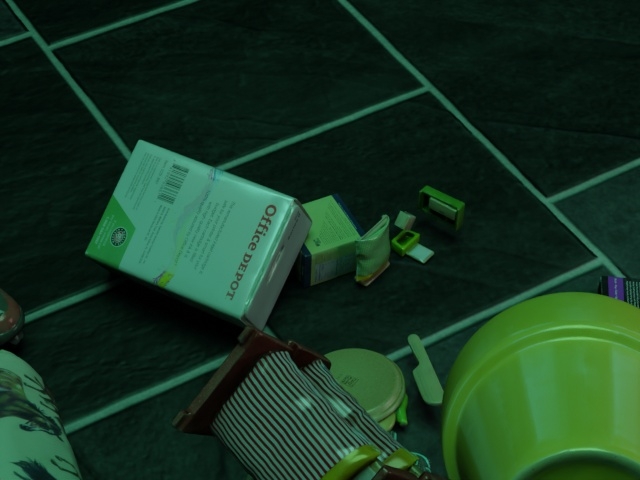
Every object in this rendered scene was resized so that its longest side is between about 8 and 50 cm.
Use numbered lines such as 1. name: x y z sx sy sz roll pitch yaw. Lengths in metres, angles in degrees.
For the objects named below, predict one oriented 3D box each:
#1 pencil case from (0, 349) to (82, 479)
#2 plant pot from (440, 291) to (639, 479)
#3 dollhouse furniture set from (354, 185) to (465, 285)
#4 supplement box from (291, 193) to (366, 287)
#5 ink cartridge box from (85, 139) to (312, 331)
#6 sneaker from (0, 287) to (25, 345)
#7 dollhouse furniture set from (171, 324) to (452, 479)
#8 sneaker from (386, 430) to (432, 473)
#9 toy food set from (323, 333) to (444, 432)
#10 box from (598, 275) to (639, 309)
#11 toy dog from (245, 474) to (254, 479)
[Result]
1. pencil case: -0.293 0.292 1.536 0.160 0.183 0.410 12 28 -30
2. plant pot: 0.236 0.206 1.481 0.254 0.254 0.239 5 21 3
3. dollhouse furniture set: 0.106 0.000 1.939 0.059 0.076 0.152 29 51 25
4. supplement box: 0.000 0.000 1.947 0.083 0.056 0.083 -18 49 -20
5. ink cartridge box: -0.139 -0.004 1.881 0.212 0.093 0.154 21 80 20
6. sneaker: -0.457 0.034 1.843 0.276 0.135 0.097 25 48 20
7. dollhouse furniture set: -0.074 0.290 1.445 0.201 0.152 0.374 41 100 31
8. sneaker: 0.096 0.256 1.697 0.076 0.065 0.166 -26 53 -30
9. toy food set: 0.034 0.173 1.800 0.192 0.038 0.132 -11 40 -6
10. box: 0.406 0.098 1.887 0.162 0.029 0.116 4 46 4
11. toy dog: 0.054 0.340 1.552 0.333 0.220 0.161 45 21 29
